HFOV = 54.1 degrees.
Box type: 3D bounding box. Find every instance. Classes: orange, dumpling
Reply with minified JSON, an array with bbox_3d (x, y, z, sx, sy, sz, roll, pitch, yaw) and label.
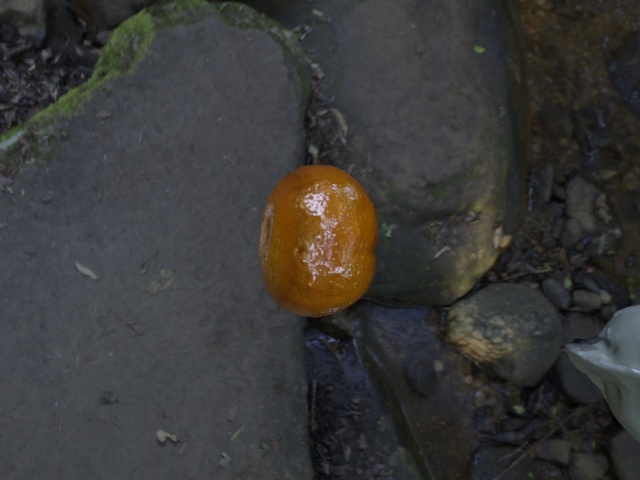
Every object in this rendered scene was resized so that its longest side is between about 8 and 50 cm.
[{"bbox_3d":[0.000,0.000,0.919,0.170,0.224,0.224,5,77,-20],"label":"orange"},{"bbox_3d":[0.264,0.114,0.453,0.092,0.150,0.176,-41,117,5],"label":"dumpling"}]
